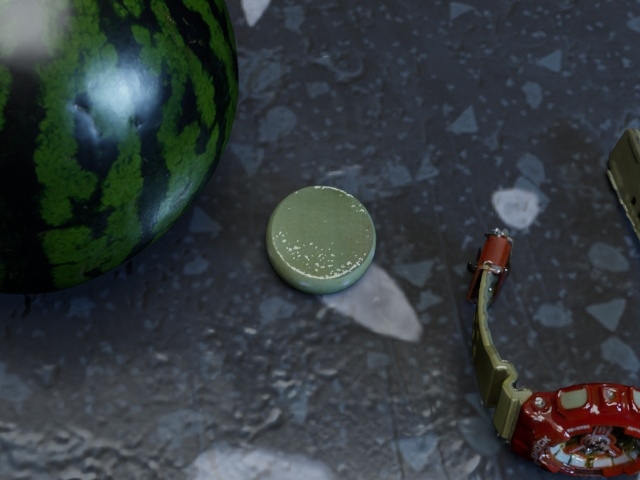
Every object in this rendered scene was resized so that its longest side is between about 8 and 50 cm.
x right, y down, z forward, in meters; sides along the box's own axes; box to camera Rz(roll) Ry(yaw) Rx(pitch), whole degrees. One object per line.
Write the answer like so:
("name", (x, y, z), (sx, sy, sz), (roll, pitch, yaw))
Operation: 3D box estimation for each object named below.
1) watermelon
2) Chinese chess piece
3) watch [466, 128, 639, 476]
("watermelon", (-0.198, -0.114, 0.879), (0.285, 0.285, 0.285), (2, 63, -4))
("Chinese chess piece", (0.000, 0.000, 0.968), (0.084, 0.034, 0.084), (2, 65, -5))
("watch", (0.188, 0.040, 0.941), (0.164, 0.102, 0.268), (-5, 56, -6))
